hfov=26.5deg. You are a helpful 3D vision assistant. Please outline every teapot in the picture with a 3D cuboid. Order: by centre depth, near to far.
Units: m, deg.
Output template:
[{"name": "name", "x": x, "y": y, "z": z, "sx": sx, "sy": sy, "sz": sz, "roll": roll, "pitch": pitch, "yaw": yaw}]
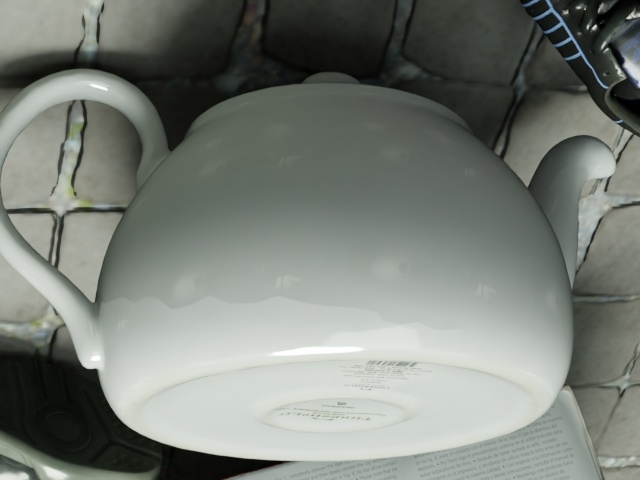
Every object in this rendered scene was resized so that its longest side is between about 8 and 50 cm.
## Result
[{"name": "teapot", "x": 0.000, "y": 0.000, "z": 0.691, "sx": 0.252, "sy": 0.187, "sz": 0.256, "roll": -13, "pitch": 157, "yaw": 26}]

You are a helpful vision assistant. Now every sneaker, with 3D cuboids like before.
[{"name": "sneaker", "x": 0.142, "y": -0.133, "z": 0.689, "sx": 0.081, "sy": 0.090, "sz": 0.232, "roll": -38, "pitch": 132, "yaw": 12}, {"name": "sneaker", "x": -0.211, "y": 0.133, "z": 0.781, "sx": 0.227, "sy": 0.087, "sz": 0.130, "roll": 9, "pitch": 126, "yaw": -24}]

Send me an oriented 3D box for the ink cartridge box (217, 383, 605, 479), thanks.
[{"name": "ink cartridge box", "x": 0.010, "y": 0.228, "z": 0.889, "sx": 0.309, "sy": 0.130, "sz": 0.272, "roll": -13, "pitch": 158, "yaw": -11}]
